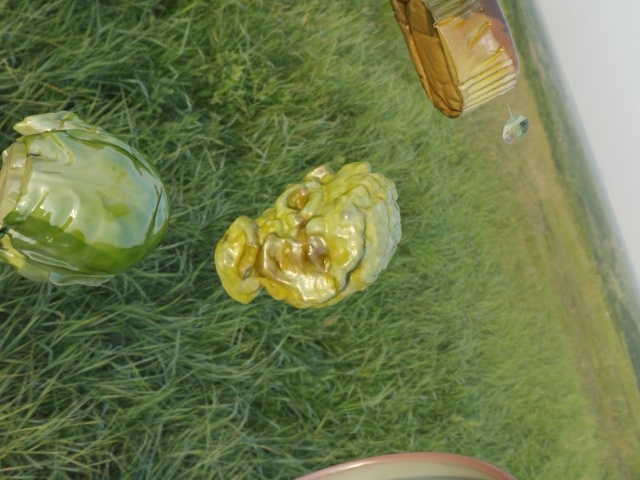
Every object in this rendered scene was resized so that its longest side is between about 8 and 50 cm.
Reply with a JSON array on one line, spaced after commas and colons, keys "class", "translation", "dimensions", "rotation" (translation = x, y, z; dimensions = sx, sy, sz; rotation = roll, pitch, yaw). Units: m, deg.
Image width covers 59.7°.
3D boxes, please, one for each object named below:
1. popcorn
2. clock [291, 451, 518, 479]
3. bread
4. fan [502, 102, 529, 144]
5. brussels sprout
[{"class": "popcorn", "translation": [0.000, 0.000, 0.818], "dimensions": [0.286, 0.225, 0.173], "rotation": [-31, 112, -22]}, {"class": "clock", "translation": [0.021, 0.200, 0.334], "dimensions": [0.244, 0.244, 0.056], "rotation": [-12, 86, -63]}, {"class": "bread", "translation": [0.259, -0.391, 1.058], "dimensions": [0.288, 0.156, 0.204], "rotation": [59, -4, -15]}, {"class": "fan", "translation": [0.374, -0.224, 1.064], "dimensions": [0.003, 0.060, 0.080], "rotation": [-132, -143, -57]}, {"class": "brussels sprout", "translation": [-0.526, -0.079, 1.258], "dimensions": [0.361, 0.342, 0.425], "rotation": [17, 26, -37]}]
